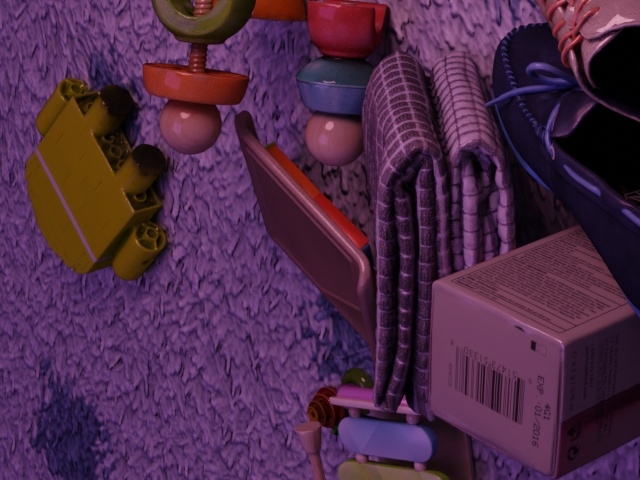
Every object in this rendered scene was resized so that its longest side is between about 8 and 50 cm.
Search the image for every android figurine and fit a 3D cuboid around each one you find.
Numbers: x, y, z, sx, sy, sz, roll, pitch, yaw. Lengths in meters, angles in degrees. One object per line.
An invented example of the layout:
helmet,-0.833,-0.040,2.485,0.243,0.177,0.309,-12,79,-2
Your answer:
android figurine,-0.275,-0.066,2.253,0.248,0.056,0.273,59,142,15

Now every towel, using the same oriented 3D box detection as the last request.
towel,0.097,-0.003,1.669,0.235,0.121,0.284,-99,7,-65

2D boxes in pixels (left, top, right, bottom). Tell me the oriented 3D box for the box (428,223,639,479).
box,0.220,0.078,1.529,0.148,0.232,0.127,26,125,44

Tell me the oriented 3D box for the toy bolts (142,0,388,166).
toy bolts,-0.041,-0.160,1.813,0.228,0.218,0.158,8,100,16

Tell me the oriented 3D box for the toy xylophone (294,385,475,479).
toy xylophone,0.072,0.294,1.912,0.236,0.081,0.323,-7,102,39

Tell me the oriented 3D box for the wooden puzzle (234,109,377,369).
wooden puzzle,0.000,0.000,1.884,0.239,0.044,0.221,52,169,26

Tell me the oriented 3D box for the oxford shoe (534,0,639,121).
oxford shoe,0.224,-0.192,1.413,0.397,0.146,0.140,39,140,29

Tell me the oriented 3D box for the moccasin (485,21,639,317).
moccasin,0.242,-0.081,1.481,0.117,0.137,0.342,81,162,-46

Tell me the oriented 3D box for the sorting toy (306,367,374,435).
sorting toy,0.019,0.179,1.995,0.102,0.042,0.061,-40,73,52
